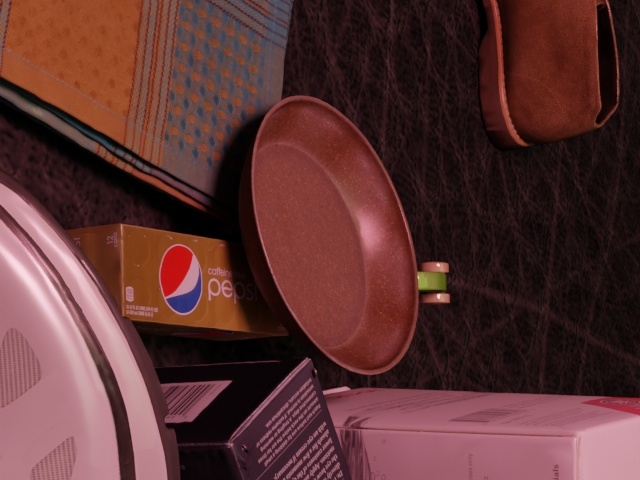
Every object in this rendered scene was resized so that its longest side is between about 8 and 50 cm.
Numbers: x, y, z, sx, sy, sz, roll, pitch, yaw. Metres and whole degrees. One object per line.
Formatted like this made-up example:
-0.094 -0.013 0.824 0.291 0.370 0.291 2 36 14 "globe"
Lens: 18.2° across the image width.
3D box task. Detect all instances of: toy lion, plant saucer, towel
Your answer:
0.040 0.031 1.477 0.096 0.100 0.034 14 75 -75 "toy lion"
0.000 0.000 1.367 0.198 0.036 0.198 35 45 -45 "plant saucer"
-0.138 -0.186 1.287 0.370 0.040 0.271 30 60 -49 "towel"

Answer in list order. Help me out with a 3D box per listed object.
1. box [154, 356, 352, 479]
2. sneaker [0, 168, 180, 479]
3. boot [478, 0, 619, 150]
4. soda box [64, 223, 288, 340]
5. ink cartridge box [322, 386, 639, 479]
-0.061 0.189 1.245 0.108 0.153 0.207 -44 123 -51 "box"
-0.198 0.192 1.016 0.257 0.169 0.447 -34 117 -56 "sneaker"
0.197 -0.237 1.740 0.112 0.115 0.305 -8 91 -55 "boot"
-0.094 0.030 1.301 0.181 0.058 0.061 10 76 -57 "soda box"
0.095 0.169 1.371 0.207 0.283 0.117 -4 93 -57 "ink cartridge box"
